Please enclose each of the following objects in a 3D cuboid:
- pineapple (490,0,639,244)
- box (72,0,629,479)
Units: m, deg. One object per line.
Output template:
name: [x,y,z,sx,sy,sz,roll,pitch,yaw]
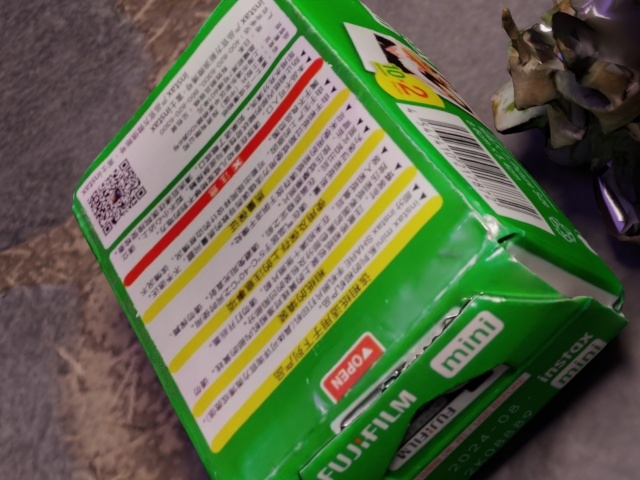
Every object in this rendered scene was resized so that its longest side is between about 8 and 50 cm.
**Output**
pineapple: [0.156,-0.114,0.493,0.262,0.272,0.263,4,72,-12]
box: [0.000,0.000,0.592,0.180,0.103,0.250,-47,45,13]
